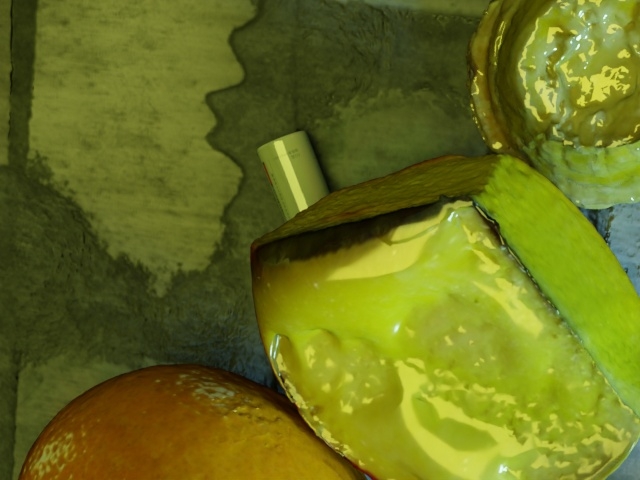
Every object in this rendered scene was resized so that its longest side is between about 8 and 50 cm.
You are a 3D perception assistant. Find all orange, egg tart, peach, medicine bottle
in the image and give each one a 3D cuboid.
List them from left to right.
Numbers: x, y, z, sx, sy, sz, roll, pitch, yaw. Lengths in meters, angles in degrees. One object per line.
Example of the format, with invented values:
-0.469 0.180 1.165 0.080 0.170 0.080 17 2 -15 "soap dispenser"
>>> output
-0.118 0.325 1.557 0.424 0.326 0.424 23 125 37 "orange"
0.000 0.000 1.625 0.059 0.059 0.231 -22 88 21 "medicine bottle"
0.123 0.081 1.489 0.380 0.242 0.306 45 113 -3 "peach"
0.273 -0.171 1.479 0.290 0.115 0.290 2 95 20 "egg tart"
